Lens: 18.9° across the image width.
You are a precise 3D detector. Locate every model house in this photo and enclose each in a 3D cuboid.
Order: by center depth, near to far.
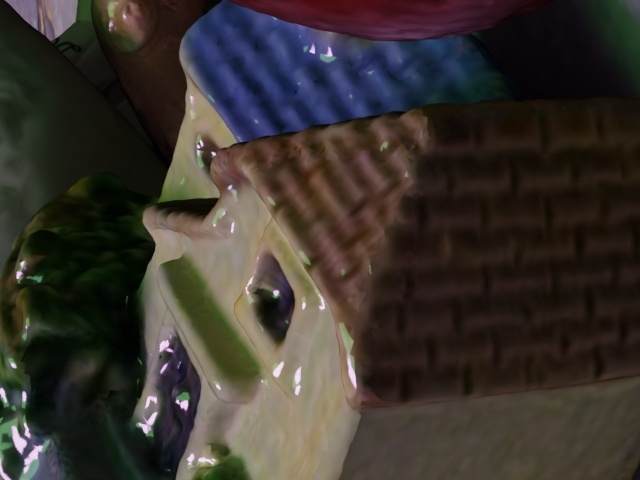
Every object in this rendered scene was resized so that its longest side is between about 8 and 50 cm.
[{"bbox_3d":[0.000,0.000,0.606,0.214,0.195,0.189,60,140,41],"label":"model house"}]

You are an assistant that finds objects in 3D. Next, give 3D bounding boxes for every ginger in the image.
[{"bbox_3d":[-0.067,-0.140,0.852,0.149,0.065,0.259,39,-148,-71],"label":"ginger"}]

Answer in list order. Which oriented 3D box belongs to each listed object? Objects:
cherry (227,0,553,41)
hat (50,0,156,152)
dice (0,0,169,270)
[{"bbox_3d":[0.015,-0.175,0.501,0.300,0.203,0.230,-109,24,-69],"label":"cherry"},{"bbox_3d":[-0.123,-0.079,1.033,0.122,0.081,0.166,171,104,-65],"label":"hat"},{"bbox_3d":[-0.236,0.065,0.865,0.322,0.318,0.330,37,160,24],"label":"dice"}]
